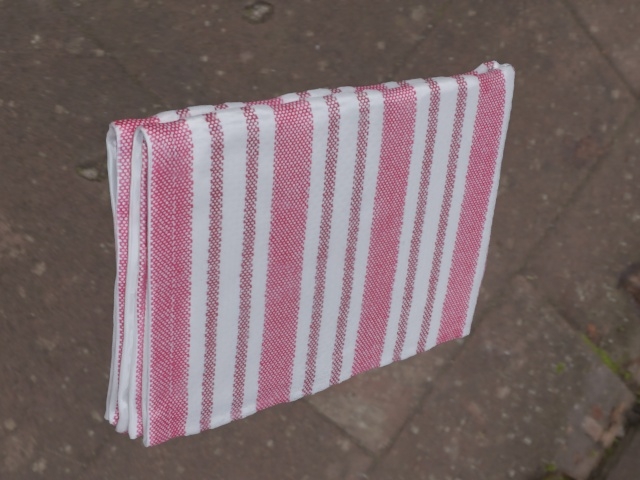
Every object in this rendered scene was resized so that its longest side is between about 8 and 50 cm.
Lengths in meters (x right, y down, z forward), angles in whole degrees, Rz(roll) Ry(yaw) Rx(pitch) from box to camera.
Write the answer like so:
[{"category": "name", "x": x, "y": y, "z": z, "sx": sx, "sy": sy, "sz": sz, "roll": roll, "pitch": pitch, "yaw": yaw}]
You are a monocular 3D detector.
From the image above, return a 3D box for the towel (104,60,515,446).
[{"category": "towel", "x": 0.000, "y": 0.000, "z": 0.448, "sx": 0.197, "sy": 0.029, "sz": 0.144, "roll": -14, "pitch": 125, "yaw": -33}]
